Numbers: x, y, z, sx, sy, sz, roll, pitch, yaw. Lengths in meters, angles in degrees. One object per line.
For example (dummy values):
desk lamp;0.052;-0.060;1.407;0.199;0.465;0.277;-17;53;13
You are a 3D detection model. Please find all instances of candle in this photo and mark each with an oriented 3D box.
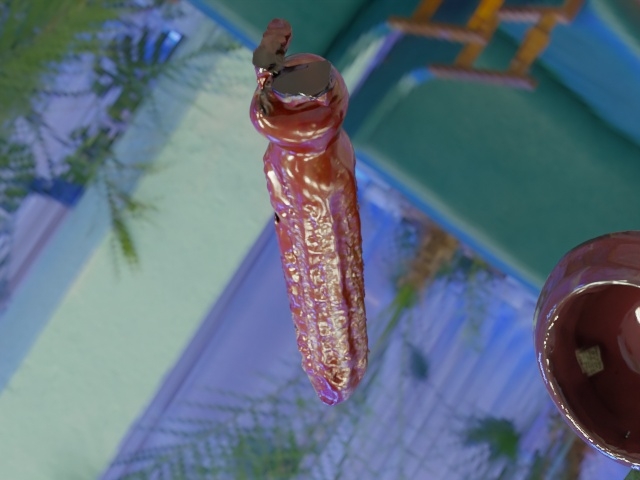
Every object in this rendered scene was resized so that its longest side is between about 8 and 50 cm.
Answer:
candle;0.000;0.000;0.776;0.048;0.051;0.329;20;152;15

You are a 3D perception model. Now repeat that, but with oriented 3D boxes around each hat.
hat;0.251;0.079;1.066;0.205;0.089;0.205;23;128;33

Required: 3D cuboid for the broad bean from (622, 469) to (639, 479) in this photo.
broad bean;0.319;0.143;1.211;0.098;0.318;0.056;15;-148;4
